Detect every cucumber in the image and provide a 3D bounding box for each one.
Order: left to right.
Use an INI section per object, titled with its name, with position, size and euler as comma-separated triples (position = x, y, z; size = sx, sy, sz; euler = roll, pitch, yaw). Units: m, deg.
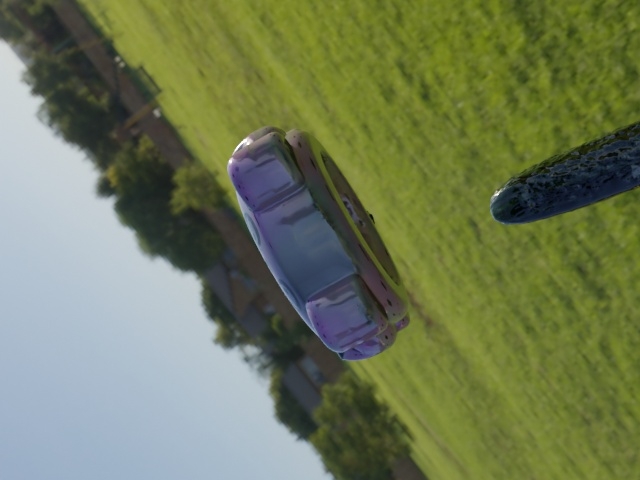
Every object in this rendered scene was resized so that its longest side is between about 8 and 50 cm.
[cucumber]
position = 0.305, -0.077, 1.209
size = 0.074, 0.241, 0.074
euler = 49, -151, -40

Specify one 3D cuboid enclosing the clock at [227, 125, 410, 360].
[clock]
position = 0.000, 0.000, 0.953
size = 0.227, 0.090, 0.248
euler = 60, -174, 3
